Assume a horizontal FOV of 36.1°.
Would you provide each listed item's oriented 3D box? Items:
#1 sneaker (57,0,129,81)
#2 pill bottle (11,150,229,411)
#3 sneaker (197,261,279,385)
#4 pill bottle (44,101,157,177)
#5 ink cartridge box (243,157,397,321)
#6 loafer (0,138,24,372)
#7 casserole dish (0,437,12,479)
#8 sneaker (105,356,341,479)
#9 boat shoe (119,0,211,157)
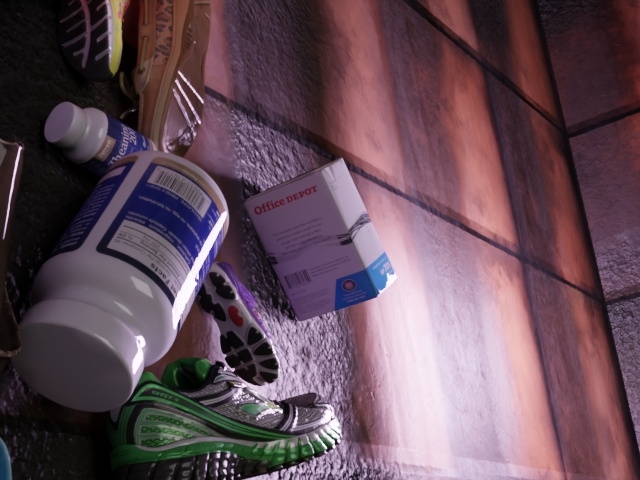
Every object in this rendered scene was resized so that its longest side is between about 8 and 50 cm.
[{"bbox_3d":[-0.261,-0.284,1.181,0.094,0.081,0.208,14,61,-57],"label":"sneaker"},{"bbox_3d":[-0.203,0.038,1.015,0.153,0.153,0.264,53,35,-26],"label":"pill bottle"},{"bbox_3d":[-0.093,0.101,1.239,0.170,0.068,0.071,66,25,-6],"label":"sneaker"},{"bbox_3d":[-0.249,-0.109,1.111,0.120,0.067,0.067,29,49,-48],"label":"pill bottle"},{"bbox_3d":[0.000,0.000,1.368,0.082,0.140,0.190,-34,102,-57],"label":"ink cartridge box"},{"bbox_3d":[-0.326,-0.053,0.858,0.134,0.130,0.366,20,51,-82],"label":"loafer"},{"bbox_3d":[-0.317,0.242,0.830,0.114,0.037,0.188,22,54,-51],"label":"casserole dish"},{"bbox_3d":[-0.096,0.197,1.110,0.343,0.134,0.146,8,66,-56],"label":"sneaker"},{"bbox_3d":[-0.200,-0.219,1.251,0.104,0.089,0.285,71,20,-56],"label":"boat shoe"}]
